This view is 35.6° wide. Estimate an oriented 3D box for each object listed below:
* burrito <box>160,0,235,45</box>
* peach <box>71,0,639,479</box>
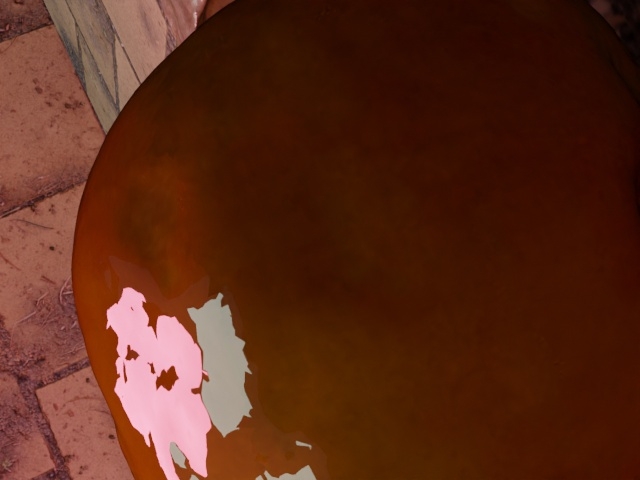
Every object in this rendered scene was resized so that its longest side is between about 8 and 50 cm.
[{"bbox_3d":[-0.129,-0.301,0.988,0.175,0.107,0.348,-10,101,69],"label":"burrito"},{"bbox_3d":[0.049,0.027,0.512,0.301,0.343,0.343,-25,89,32],"label":"peach"}]
